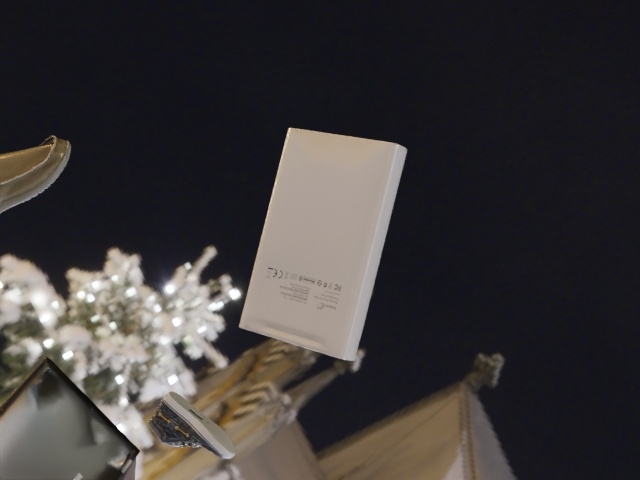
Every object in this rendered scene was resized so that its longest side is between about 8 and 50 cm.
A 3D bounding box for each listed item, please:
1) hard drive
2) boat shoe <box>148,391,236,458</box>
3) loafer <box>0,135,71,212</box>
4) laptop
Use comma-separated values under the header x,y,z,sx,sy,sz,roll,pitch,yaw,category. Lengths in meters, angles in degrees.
x,y,z,sx,sy,sz,roll,pitch,yaw,category
0.000,0.000,1.544,0.203,0.040,0.308,13,-92,38,hard drive
-0.254,0.386,2.107,0.183,0.065,0.083,39,-81,15,boat shoe
-0.532,-0.103,1.782,0.087,0.251,0.094,57,-4,-30,loafer
-0.539,0.504,1.984,0.236,0.382,0.408,-18,-62,49,laptop
